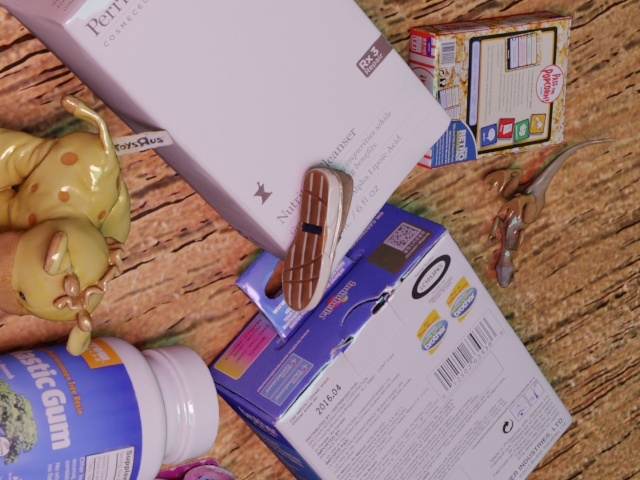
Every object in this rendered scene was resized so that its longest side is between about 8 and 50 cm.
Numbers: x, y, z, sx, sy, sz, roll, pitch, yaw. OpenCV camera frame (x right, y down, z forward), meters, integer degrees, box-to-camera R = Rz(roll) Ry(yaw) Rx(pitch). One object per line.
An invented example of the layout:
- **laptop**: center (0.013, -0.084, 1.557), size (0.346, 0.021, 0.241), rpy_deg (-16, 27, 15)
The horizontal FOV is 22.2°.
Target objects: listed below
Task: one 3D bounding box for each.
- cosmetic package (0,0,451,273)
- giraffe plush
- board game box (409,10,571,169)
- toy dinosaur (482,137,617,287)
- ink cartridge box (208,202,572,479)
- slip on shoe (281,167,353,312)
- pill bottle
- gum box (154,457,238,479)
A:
- **cosmetic package**: center (-0.079, -0.165, 1.490), size (0.217, 0.156, 0.385), rpy_deg (-52, 130, -7)
- **giraffe plush**: center (-0.225, 0.001, 1.376), size (0.181, 0.210, 0.170), rpy_deg (44, 35, -41)
- **board game box**: center (0.182, -0.164, 1.758), size (0.193, 0.045, 0.146), rpy_deg (-11, 112, -34)
- **toy dinosaur**: center (0.236, -0.051, 1.842), size (0.211, 0.064, 0.112), rpy_deg (-58, 148, 7)
- **ink cartridge box**: center (0.065, 0.145, 1.712), size (0.270, 0.151, 0.395), rpy_deg (-48, 129, -15)
- **slip on shoe**: center (0.000, 0.000, 1.487), size (0.041, 0.051, 0.135), rpy_deg (-2, 104, -47)
- **pill bottle**: center (-0.236, 0.169, 1.493), size (0.272, 0.152, 0.152), rpy_deg (-10, 111, -35)
- **gum box**: center (-0.168, 0.297, 1.648), size (0.188, 0.062, 0.107), rpy_deg (-11, 112, -34)
